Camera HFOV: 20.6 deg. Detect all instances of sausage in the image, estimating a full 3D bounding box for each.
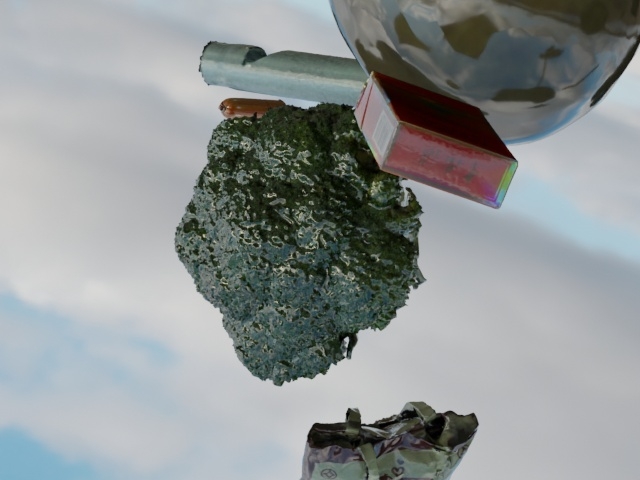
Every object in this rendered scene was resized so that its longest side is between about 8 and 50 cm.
[{"bbox_3d":[-0.092,-0.169,2.276,0.107,0.031,0.031,-2,-157,-44],"label":"sausage"}]

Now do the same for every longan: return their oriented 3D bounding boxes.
[{"bbox_3d":[0.166,-0.275,1.791,0.361,0.361,0.361,18,-168,-4],"label":"longan"}]

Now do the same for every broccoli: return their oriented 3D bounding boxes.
[{"bbox_3d":[0.000,0.000,1.936,0.321,0.304,0.283,-13,175,42],"label":"broccoli"}]

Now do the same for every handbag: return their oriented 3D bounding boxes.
[{"bbox_3d":[0.065,0.261,2.044,0.213,0.235,0.127,-8,-120,-14],"label":"handbag"}]

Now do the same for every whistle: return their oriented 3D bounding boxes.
[{"bbox_3d":[-0.012,-0.199,2.141,0.312,0.062,0.062,12,-174,35],"label":"whistle"}]

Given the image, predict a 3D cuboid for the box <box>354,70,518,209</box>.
[{"bbox_3d":[0.095,-0.088,1.511,0.112,0.048,0.175,18,-164,-11],"label":"box"}]
